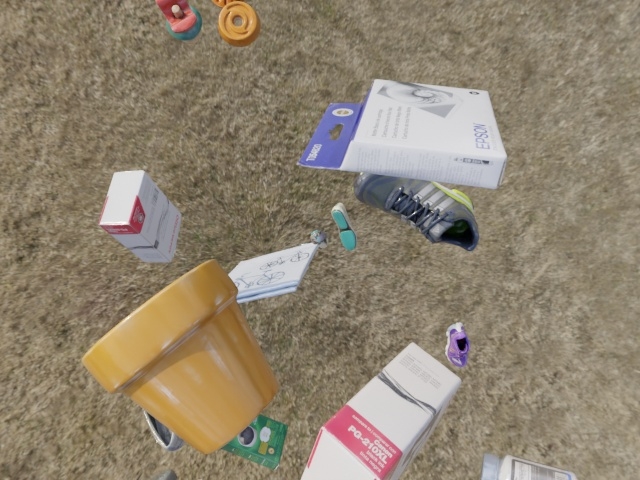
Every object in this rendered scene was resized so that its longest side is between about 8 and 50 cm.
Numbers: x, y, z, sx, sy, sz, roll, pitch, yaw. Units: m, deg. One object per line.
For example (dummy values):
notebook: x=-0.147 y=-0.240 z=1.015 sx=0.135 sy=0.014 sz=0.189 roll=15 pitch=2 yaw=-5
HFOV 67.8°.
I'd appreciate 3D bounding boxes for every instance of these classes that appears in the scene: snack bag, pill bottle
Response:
snack bag: x=-0.176 y=0.107 z=1.507 sx=0.322 sy=0.343 sz=0.037 roll=-15 pitch=107 yaw=16
pill bottle: x=0.325 y=0.389 z=0.754 sx=0.137 sy=0.078 sz=0.078 roll=8 pitch=87 yaw=20

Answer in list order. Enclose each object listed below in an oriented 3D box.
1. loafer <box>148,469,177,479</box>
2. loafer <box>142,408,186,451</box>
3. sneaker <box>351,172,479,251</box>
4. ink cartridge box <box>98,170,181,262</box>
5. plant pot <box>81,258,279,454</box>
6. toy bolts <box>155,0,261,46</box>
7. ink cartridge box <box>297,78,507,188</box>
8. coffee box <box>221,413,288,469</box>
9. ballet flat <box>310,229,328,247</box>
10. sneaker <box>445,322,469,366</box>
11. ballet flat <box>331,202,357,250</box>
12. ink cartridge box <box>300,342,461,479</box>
loafer: x=-0.286 y=0.450 z=0.677 sx=0.087 sy=0.094 sz=0.251 roll=52 pitch=46 yaw=-1
loafer: x=-0.501 y=0.493 z=1.481 sx=0.111 sy=0.111 sz=0.320 roll=-29 pitch=70 yaw=-7
sneaker: x=0.198 y=-0.065 z=0.922 sx=0.299 sy=0.121 sz=0.111 roll=16 pitch=123 yaw=-23
ink cartridge box: x=-0.322 y=-0.039 z=0.868 sx=0.063 sy=0.150 sz=0.109 roll=-2 pitch=62 yaw=11
plant pot: x=-0.161 y=0.160 z=0.621 sx=0.205 sy=0.205 sz=0.188 roll=-39 pitch=91 yaw=-6
toy bolts: x=-0.260 y=-0.542 z=1.171 sx=0.228 sy=0.158 sz=0.219 roll=-25 pitch=93 yaw=0
ink cartridge box: x=0.102 y=-0.145 z=0.593 sx=0.223 sy=0.223 sz=0.045 roll=7 pitch=126 yaw=8
coffee box: x=-0.182 y=0.497 z=1.220 sx=0.184 sy=0.113 sz=0.041 roll=24 pitch=126 yaw=-7
ballet flat: x=0.000 y=0.000 z=1.105 sx=0.041 sy=0.114 sz=0.041 roll=0 pitch=88 yaw=7
sneaker: x=0.413 y=0.325 z=1.422 sx=0.068 sy=0.071 sz=0.170 roll=-18 pitch=125 yaw=-1
ballet flat: x=0.082 y=-0.045 z=1.503 sx=0.057 sy=0.052 sz=0.168 roll=-3 pitch=127 yaw=25
ink cartridge box: x=0.090 y=0.287 z=0.701 sx=0.100 sy=0.237 sz=0.172 roll=34 pitch=127 yaw=26
